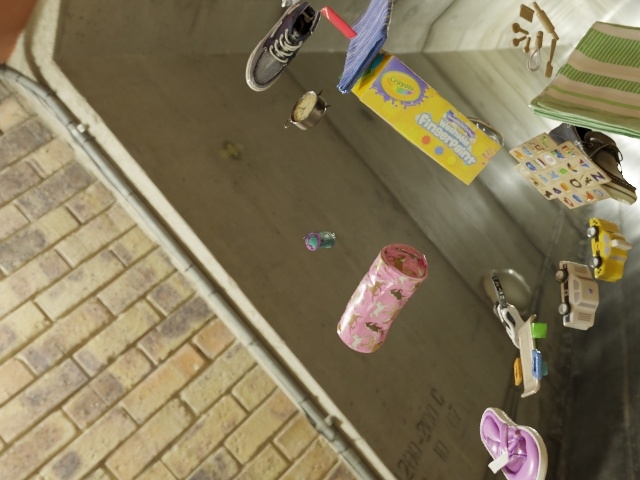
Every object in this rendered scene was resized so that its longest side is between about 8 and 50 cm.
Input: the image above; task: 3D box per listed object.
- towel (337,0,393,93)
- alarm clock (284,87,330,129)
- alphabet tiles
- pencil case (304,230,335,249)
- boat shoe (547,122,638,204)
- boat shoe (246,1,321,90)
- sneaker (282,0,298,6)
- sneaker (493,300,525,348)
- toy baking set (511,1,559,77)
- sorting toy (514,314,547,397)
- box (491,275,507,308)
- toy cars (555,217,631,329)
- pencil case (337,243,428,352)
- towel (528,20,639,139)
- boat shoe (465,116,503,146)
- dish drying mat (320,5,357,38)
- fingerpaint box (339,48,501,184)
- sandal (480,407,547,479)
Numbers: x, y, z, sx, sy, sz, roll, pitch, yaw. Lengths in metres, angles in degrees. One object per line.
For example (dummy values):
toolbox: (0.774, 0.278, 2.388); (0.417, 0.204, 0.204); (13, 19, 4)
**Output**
towel: (0.135, -0.606, 1.713); (0.243, 0.040, 0.335); (-47, 26, 49)
alarm clock: (-0.054, -0.436, 2.039); (0.192, 0.064, 0.129); (-21, 50, 36)
alphabet tiles: (0.752, -0.214, 1.874); (0.011, 0.285, 0.342); (-49, 3, -10)
pencil case: (0.000, 0.000, 2.180); (0.070, 0.064, 0.152); (-49, -17, 19)
boat shoe: (0.937, -0.288, 2.032); (0.156, 0.187, 0.500); (-55, 23, 26)
boat shoe: (-0.129, -0.660, 2.003); (0.340, 0.127, 0.158); (-59, 23, 0)
sneaker: (-0.133, -0.814, 1.762); (0.095, 0.235, 0.090); (-37, 9, -16)
sneaker: (0.757, 0.322, 2.354); (0.079, 0.216, 0.121); (-30, 24, -2)
toy baking set: (0.753, -0.701, 2.074); (0.196, 0.256, 0.030); (-51, 19, -14)
sorting toy: (0.555, 0.306, 1.547); (0.347, 0.047, 0.195); (64, -152, -70)
box: (0.559, 0.163, 1.852); (0.018, 0.083, 0.067); (-18, 36, 10)
toy cars: (0.776, 0.081, 1.660); (0.394, 0.176, 0.087); (-43, 6, -30)
pencil case: (0.195, 0.186, 1.888); (0.167, 0.160, 0.386); (-24, -32, -46)
towel: (0.623, -0.349, 1.247); (0.325, 0.248, 0.038); (-49, -38, -23)
boat shoe: (0.545, -0.408, 2.206); (0.103, 0.320, 0.118); (-25, -55, -37)
dish drying mat: (0.037, -0.443, 1.206); (0.008, 0.083, 0.032); (-57, 22, -14)
fingerpaint box: (0.297, -0.407, 1.869); (0.163, 0.445, 0.371); (-51, 22, 14)
sandal: (0.502, 0.576, 1.641); (0.416, 0.102, 0.169); (134, 144, -86)
